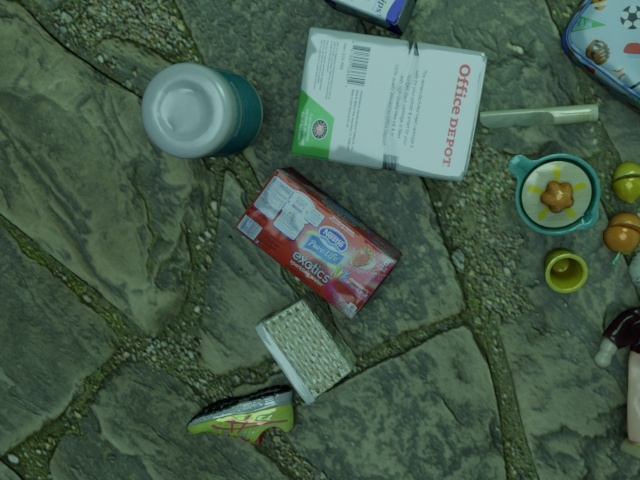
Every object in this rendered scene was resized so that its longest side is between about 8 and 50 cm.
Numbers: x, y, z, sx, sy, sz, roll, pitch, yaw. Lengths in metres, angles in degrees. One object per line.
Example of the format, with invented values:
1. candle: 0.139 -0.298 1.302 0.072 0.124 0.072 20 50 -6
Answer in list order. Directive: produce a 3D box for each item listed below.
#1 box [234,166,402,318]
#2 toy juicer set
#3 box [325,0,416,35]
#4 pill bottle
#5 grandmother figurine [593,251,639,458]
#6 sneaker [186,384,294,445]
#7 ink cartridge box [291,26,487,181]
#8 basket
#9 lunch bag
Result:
1. box: 0.000 0.000 1.472 0.257 0.122 0.128 38 102 4
2. toy juicer set: 0.410 -0.091 1.371 0.209 0.089 0.329 -23 105 10
3. box: 0.080 -0.399 1.406 0.137 0.126 0.072 23 99 7
4. pill bottle: -0.179 -0.208 1.408 0.146 0.264 0.146 1 97 11
5. grandmother figurine: 0.545 0.179 1.411 0.207 0.104 0.342 -1 95 -17
6. sneaker: -0.142 0.333 1.562 0.208 0.081 0.094 -15 96 12
7. ink cartridge box: 0.115 -0.223 1.423 0.289 0.121 0.211 11 99 9
8. basket: -0.021 0.183 1.506 0.103 0.113 0.167 -34 90 9
9. lunch bag: 0.552 -0.316 1.337 0.303 0.115 0.243 37 100 5
